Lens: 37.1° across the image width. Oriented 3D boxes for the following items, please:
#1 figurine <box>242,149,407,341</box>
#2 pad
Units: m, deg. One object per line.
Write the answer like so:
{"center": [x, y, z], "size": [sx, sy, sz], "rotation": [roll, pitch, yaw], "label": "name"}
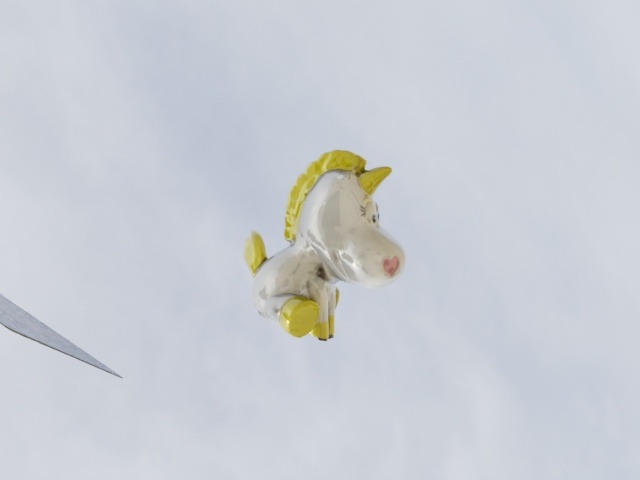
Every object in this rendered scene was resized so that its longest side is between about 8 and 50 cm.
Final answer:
{"center": [0.006, 0.004, 0.855], "size": [0.129, 0.178, 0.109], "rotation": [51, -158, 13], "label": "figurine"}
{"center": [-0.264, 0.048, 0.764], "size": [0.003, 0.211, 0.143], "rotation": [-59, -32, -7], "label": "pad"}
